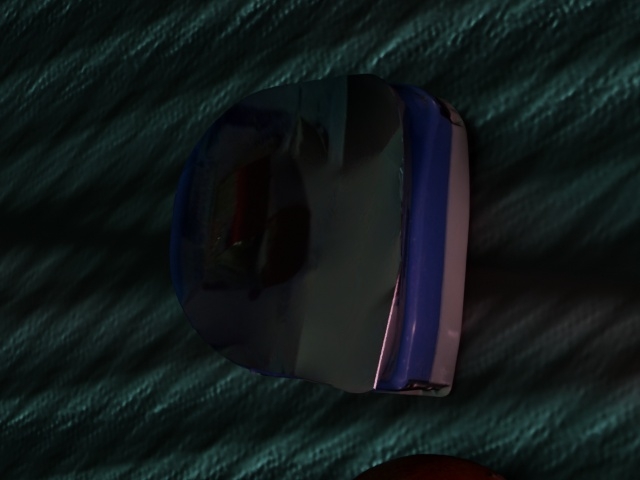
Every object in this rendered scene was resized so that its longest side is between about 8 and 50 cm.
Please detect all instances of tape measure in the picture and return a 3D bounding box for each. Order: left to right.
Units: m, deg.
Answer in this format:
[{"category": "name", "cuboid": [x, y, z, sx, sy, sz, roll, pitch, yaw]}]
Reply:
[{"category": "tape measure", "cuboid": [0.002, 0.000, 1.455, 0.262, 0.138, 0.259, 1, 81, 38]}]

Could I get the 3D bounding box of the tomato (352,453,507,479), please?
[{"category": "tomato", "cuboid": [0.084, 0.245, 1.343, 0.167, 0.167, 0.167, -7, 78, 37]}]
